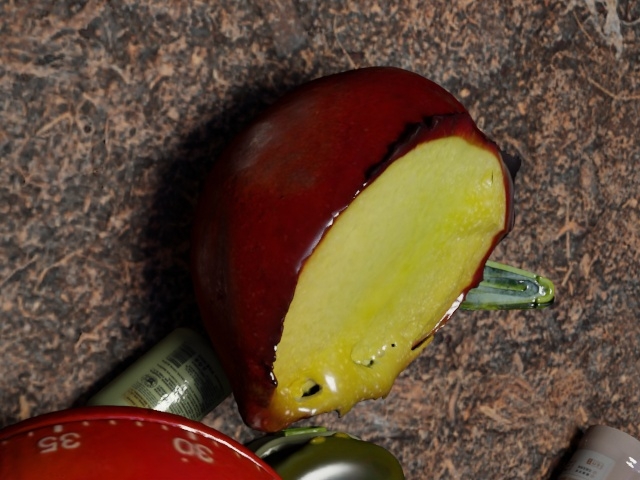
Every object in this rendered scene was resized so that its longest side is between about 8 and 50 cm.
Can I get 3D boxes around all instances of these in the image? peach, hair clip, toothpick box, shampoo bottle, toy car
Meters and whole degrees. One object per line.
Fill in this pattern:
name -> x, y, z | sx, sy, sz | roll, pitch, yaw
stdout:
peach -> 0.000, 0.000, 1.220 | 0.361, 0.201, 0.257 | -52, 142, -18
hair clip -> 0.167, 0.044, 1.422 | 0.188, 0.033, 0.060 | 9, 85, -29
toothpick box -> 0.295, 0.287, 1.473 | 0.098, 0.098, 0.149 | 48, 68, -24
shampoo bottle -> -0.157, 0.152, 1.195 | 0.162, 0.079, 0.079 | -40, 112, -24
toy car -> 0.019, 0.296, 1.228 | 0.204, 0.198, 0.247 | -3, 86, -25

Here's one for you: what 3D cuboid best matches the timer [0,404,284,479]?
timer -> -0.169, 0.313, 1.051 | 0.378, 0.279, 0.378 | -3, 108, -9
